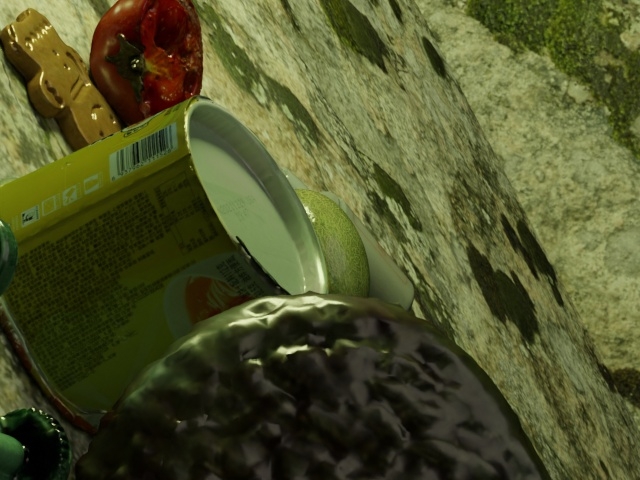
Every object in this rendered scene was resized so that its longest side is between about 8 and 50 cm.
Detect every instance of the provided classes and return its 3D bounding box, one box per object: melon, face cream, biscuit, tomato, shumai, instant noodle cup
[{"bbox_3d":[-0.021,0.025,1.877,0.139,0.139,0.192,25,44,-61],"label":"melon"},{"bbox_3d":[0.000,0.000,2.036,0.252,0.101,0.101,50,20,-28],"label":"face cream"},{"bbox_3d":[-0.238,-0.139,1.728,0.184,0.027,0.133,59,16,-4],"label":"biscuit"},{"bbox_3d":[-0.185,-0.179,1.837,0.139,0.091,0.159,-23,111,-63],"label":"tomato"},{"bbox_3d":[-0.040,0.243,1.234,0.395,0.395,0.348,60,-23,-2],"label":"shumai"},{"bbox_3d":[-0.129,0.014,1.506,0.264,0.200,0.264,51,19,-25],"label":"instant noodle cup"}]

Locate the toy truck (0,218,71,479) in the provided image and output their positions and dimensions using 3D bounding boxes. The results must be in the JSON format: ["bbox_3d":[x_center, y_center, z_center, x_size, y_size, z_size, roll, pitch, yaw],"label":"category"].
[{"bbox_3d":[-0.270,0.070,1.108,0.155,0.156,0.279,32,33,-55],"label":"toy truck"}]
